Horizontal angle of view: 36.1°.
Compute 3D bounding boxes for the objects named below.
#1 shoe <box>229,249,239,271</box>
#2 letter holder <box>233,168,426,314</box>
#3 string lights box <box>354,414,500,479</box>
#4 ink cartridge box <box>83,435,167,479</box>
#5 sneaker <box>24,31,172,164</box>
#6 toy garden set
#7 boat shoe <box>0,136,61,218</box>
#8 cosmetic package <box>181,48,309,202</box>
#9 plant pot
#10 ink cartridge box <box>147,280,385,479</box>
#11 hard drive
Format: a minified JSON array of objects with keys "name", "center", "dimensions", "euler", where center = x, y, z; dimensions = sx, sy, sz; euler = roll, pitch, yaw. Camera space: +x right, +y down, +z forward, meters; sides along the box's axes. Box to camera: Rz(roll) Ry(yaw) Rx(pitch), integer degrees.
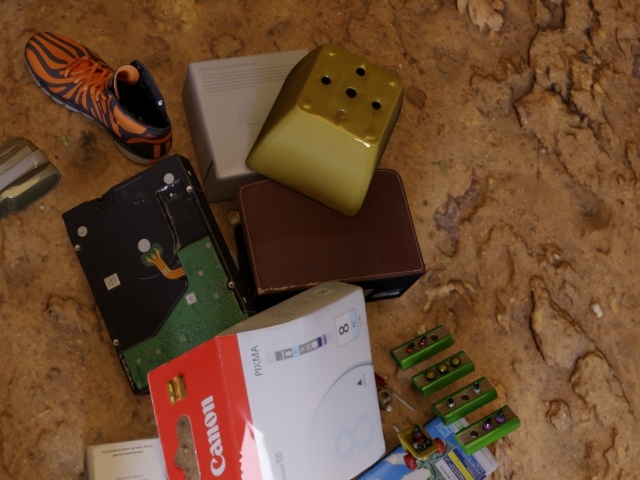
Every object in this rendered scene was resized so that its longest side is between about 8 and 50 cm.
[{"name":"shoe","center":[-0.185,0.100,1.695],"dimensions":[0.063,0.081,0.177],"euler":[-8,101,-48]},{"name":"letter holder","center":[0.000,0.000,1.728],"dimensions":[0.302,0.152,0.214],"euler":[-7,72,-17]},{"name":"string lights box","center":[0.162,0.411,1.665],"dimensions":[0.260,0.077,0.133],"euler":[-34,80,-23]},{"name":"ink cartridge box","center":[-0.286,0.447,1.470],"dimensions":[0.115,0.198,0.272],"euler":[-4,73,-17]},{"name":"sneaker","center":[-0.376,-0.281,1.706],"dimensions":[0.321,0.180,0.124],"euler":[38,66,0]},{"name":"toy garden set","center":[0.188,0.263,1.678],"dimensions":[0.204,0.049,0.244],"euler":[-25,50,-16]},{"name":"boat shoe","center":[-0.584,-0.068,1.623],"dimensions":[0.302,0.113,0.103],"euler":[-36,82,-33]},{"name":"cosmetic package","center":[-0.113,-0.208,1.773],"dimensions":[0.224,0.138,0.224],"euler":[-10,75,-18]},{"name":"plant pot","center":[0.025,-0.201,1.628],"dimensions":[0.212,0.187,0.212],"euler":[25,65,-4]},{"name":"ink cartridge box","center":[-0.066,0.269,1.507],"dimensions":[0.385,0.091,0.308],"euler":[-25,114,-43]},{"name":"hard drive","center":[-0.262,0.057,1.630],"dimensions":[0.237,0.064,0.338],"euler":[-27,78,10]}]
